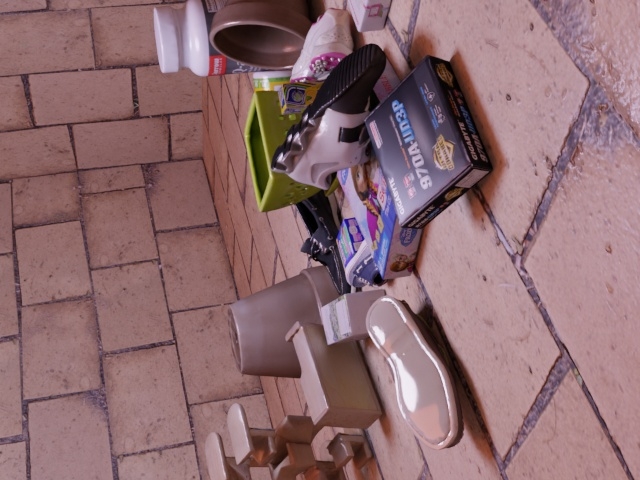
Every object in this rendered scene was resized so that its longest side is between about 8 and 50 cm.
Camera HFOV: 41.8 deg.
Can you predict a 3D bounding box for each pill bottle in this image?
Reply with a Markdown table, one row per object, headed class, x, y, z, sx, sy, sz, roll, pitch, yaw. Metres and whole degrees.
| class | x | y | z | sx | sy | sz | roll | pitch | yaw |
| --- | --- | --- | --- | --- | --- | --- | --- | --- | --- |
| pill bottle | -0.102 | -0.334 | 2.243 | 0.136 | 0.137 | 0.245 | -143 | 46 | -70 |
| pill bottle | -0.254 | -0.552 | 2.252 | 0.210 | 0.363 | 0.210 | 171 | 90 | -76 |

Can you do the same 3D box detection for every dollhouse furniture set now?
| class | x | y | z | sx | sy | sz | roll | pitch | yaw |
| --- | --- | --- | --- | --- | --- | --- | --- | --- | --- |
| dollhouse furniture set | -0.052 | 0.427 | 2.090 | 0.394 | 0.362 | 0.256 | -53 | 40 | 34 |

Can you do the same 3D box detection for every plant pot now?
| class | x | y | z | sx | sy | sz | roll | pitch | yaw |
| --- | --- | --- | --- | --- | --- | --- | --- | --- | --- |
| plant pot | -0.097 | 0.247 | 2.273 | 0.323 | 0.281 | 0.323 | 171 | 90 | -76 |
| plant pot | -0.128 | -0.576 | 2.061 | 0.263 | 0.263 | 0.229 | 136 | 142 | -73 |
| plant pot | -0.052 | -0.215 | 1.973 | 0.227 | 0.207 | 0.228 | 121 | 138 | -69 |

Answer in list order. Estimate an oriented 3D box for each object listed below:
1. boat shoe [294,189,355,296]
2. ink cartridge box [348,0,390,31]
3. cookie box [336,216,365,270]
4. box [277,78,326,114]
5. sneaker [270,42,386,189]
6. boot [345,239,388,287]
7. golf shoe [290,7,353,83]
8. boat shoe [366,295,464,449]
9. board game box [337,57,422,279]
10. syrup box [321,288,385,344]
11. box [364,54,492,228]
| class | x | y | z | sx | sy | sz | roll | pitch | yaw |
| --- | --- | --- | --- | --- | --- | --- | --- | --- | --- |
| boat shoe | 0.000 | -0.003 | 2.077 | 0.127 | 0.113 | 0.339 | 109 | 149 | -62 |
| ink cartridge box | 0.094 | -0.465 | 1.569 | 0.122 | 0.052 | 0.088 | 108 | 151 | -58 |
| cookie box | 0.073 | 0.010 | 1.948 | 0.107 | 0.040 | 0.091 | 107 | 151 | -61 |
| box | -0.001 | -0.310 | 1.792 | 0.059 | 0.169 | 0.054 | 147 | 113 | -75 |
| sneaker | 0.050 | -0.218 | 1.537 | 0.330 | 0.146 | 0.122 | -48 | 21 | 43 |
| boot | 0.103 | 0.073 | 1.805 | 0.190 | 0.069 | 0.086 | 107 | 154 | -56 |
| golf shoe | 0.009 | -0.416 | 1.864 | 0.306 | 0.115 | 0.140 | 167 | 107 | -72 |
| boat shoe | 0.186 | 0.240 | 1.527 | 0.116 | 0.097 | 0.324 | -45 | 45 | 20 |
| board game box | 0.120 | -0.147 | 1.620 | 0.318 | 0.066 | 0.318 | 97 | 159 | -44 |
| syrup box | 0.077 | 0.178 | 1.916 | 0.237 | 0.096 | 0.093 | 134 | 127 | -73 |
| box | 0.166 | -0.155 | 1.333 | 0.175 | 0.051 | 0.220 | -42 | 53 | 42 |
